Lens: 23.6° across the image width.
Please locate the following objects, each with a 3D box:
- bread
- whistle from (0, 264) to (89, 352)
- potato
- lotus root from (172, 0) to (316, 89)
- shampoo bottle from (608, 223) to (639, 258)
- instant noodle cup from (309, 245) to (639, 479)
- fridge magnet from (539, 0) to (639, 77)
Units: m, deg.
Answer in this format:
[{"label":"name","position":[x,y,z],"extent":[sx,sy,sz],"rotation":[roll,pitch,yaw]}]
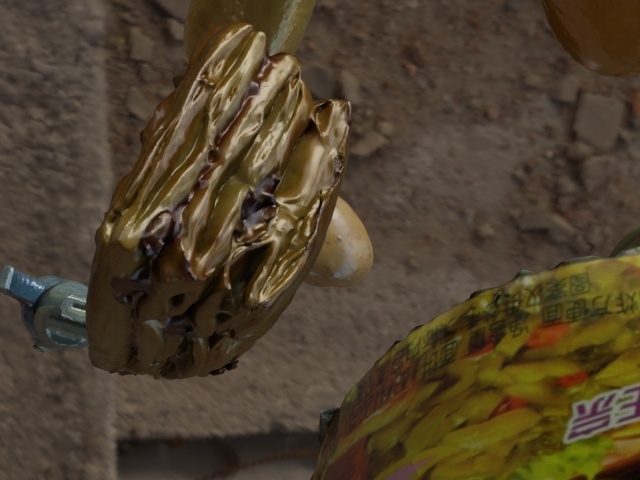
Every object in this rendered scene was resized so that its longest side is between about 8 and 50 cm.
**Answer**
[{"label":"bread","position":[-0.083,-0.008,1.338],"extent":[0.167,0.324,0.277],"rotation":[25,64,4]},{"label":"whistle","position":[-0.295,0.082,1.776],"extent":[0.180,0.269,0.093],"rotation":[23,78,-16]},{"label":"potato","position":[0.002,0.001,1.792],"extent":[0.147,0.112,0.112],"rotation":[39,82,-39]},{"label":"lotus root","position":[-0.071,-0.269,1.692],"extent":[0.130,0.146,0.303],"rotation":[21,127,-7]},{"label":"shampoo bottle","position":[0.313,-0.006,1.128],"extent":[0.234,0.087,0.118],"rotation":[-26,153,-38]},{"label":"instant noodle cup","position":[0.120,0.179,0.453],"extent":[0.339,0.266,0.340],"rotation":[3,135,3]},{"label":"fridge magnet","position":[0.138,-0.145,0.694],"extent":[0.063,0.143,0.143],"rotation":[-5,104,-17]}]
